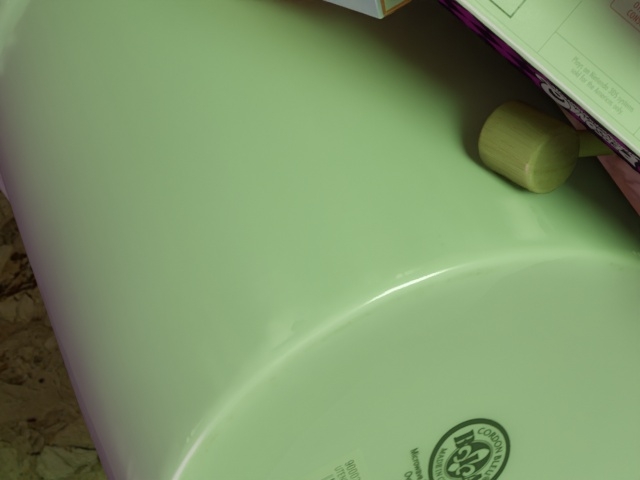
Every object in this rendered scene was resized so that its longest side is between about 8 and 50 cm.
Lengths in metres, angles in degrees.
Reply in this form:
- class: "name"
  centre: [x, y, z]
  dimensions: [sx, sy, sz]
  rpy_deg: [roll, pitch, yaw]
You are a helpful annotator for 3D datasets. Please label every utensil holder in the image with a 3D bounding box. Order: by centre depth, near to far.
- class: "utensil holder"
  centre: [0.000, 0.000, 0.869]
  dimensions: [0.327, 0.327, 0.385]
  rpy_deg: [58, -179, -46]

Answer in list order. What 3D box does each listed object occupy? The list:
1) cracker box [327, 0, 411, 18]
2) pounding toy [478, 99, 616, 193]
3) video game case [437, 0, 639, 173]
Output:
- class: "cracker box"
  centre: [-0.021, -0.227, 0.667]
  dimensions: [0.155, 0.067, 0.232]
  rpy_deg: [27, 141, 46]
- class: "pounding toy"
  centre: [0.124, -0.118, 0.701]
  dimensions: [0.094, 0.206, 0.181]
  rpy_deg: [31, 162, 35]
- class: "video game case"
  centre: [0.171, -0.122, 0.574]
  dimensions: [0.232, 0.210, 0.042]
  rpy_deg: [40, -177, 3]
